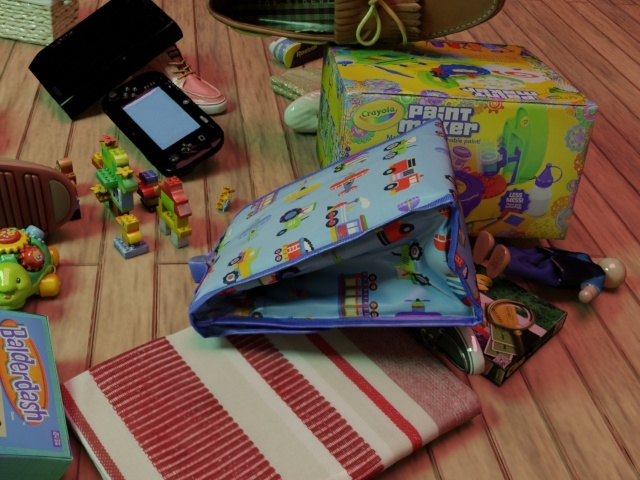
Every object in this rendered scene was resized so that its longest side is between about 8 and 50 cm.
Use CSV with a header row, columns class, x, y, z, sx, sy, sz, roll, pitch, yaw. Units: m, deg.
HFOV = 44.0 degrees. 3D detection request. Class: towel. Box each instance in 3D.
class,x,y,z,sx,sy,sz,roll,pitch,yaw
towel,-0.046,0.150,0.733,0.329,0.037,0.237,-21,44,-33
towel,-0.002,-0.252,1.314,0.148,0.027,0.110,32,43,31

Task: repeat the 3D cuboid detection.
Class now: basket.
class,x,y,z,sx,sy,sz,roll,pitch,yaw
basket,-0.518,-0.414,1.392,0.167,0.103,0.113,11,36,8

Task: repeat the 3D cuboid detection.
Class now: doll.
class,x,y,z,sx,sy,sz,roll,pitch,yaw
doll,0.277,0.033,0.924,0.189,0.046,0.129,8,23,-21

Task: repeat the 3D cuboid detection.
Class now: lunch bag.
class,x,y,z,sx,sy,sz,roll,pitch,yaw
lunch bag,0.000,0.000,0.811,0.293,0.138,0.221,-12,25,11

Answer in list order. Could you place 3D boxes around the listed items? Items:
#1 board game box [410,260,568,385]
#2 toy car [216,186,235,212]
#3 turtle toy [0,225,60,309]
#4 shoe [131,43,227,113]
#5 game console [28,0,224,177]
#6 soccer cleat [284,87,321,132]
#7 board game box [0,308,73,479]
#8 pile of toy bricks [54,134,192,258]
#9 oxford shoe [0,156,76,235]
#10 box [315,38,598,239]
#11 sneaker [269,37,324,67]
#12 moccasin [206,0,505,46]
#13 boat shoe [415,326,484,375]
class,x,y,z,sx,sy,sz,roll,pitch,yaw
board game box,0.132,0.055,0.902,0.259,0.030,0.136,31,39,30
toy car,-0.076,-0.030,0.998,0.122,0.060,0.041,15,77,40
turtle toy,-0.324,0.028,0.831,0.095,0.066,0.130,-5,37,-16
shoe,-0.224,-0.260,1.241,0.178,0.081,0.063,23,38,21
game console,-0.260,-0.224,1.149,0.213,0.044,0.361,-40,60,-10
soccer cleat,0.042,-0.192,1.206,0.196,0.068,0.076,-9,41,-25
board game box,-0.315,0.116,0.630,0.210,0.047,0.160,16,34,-38
pile of toy bricks,-0.246,-0.075,0.955,0.118,0.105,0.212,-19,43,-32
oxford shoe,-0.455,-0.056,0.884,0.348,0.123,0.130,-4,31,-17
box,0.152,-0.144,1.029,0.289,0.177,0.279,2,27,-6
sneaker,-0.032,-0.359,1.439,0.059,0.053,0.144,29,40,31
moccasin,0.038,-0.310,0.991,0.380,0.139,0.147,9,30,17
boat shoe,0.115,0.088,0.799,0.040,0.049,0.142,-18,39,-15
